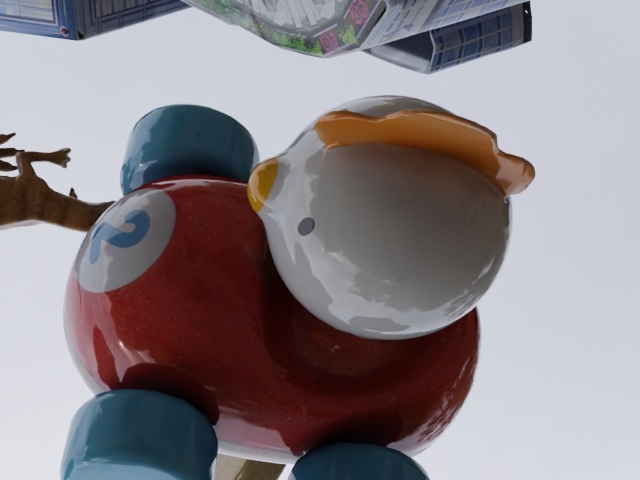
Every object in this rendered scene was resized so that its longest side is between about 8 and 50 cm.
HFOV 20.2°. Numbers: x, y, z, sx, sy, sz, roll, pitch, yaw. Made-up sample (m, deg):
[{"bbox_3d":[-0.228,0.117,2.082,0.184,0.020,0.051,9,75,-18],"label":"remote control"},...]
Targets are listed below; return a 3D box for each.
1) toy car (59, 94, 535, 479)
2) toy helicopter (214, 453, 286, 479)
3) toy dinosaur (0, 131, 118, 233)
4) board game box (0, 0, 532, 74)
[{"bbox_3d":[0.000,0.000,0.840,0.210,0.238,0.219,15,-129,-11],"label":"toy car"},{"bbox_3d":[-0.100,0.080,1.427,0.140,0.235,0.355,14,-153,-30],"label":"toy helicopter"},{"bbox_3d":[-0.199,-0.020,0.955,0.212,0.064,0.112,-8,-135,0],"label":"toy dinosaur"},{"bbox_3d":[-0.008,-0.088,0.422,0.194,0.060,0.194,-22,-144,-31],"label":"board game box"}]
